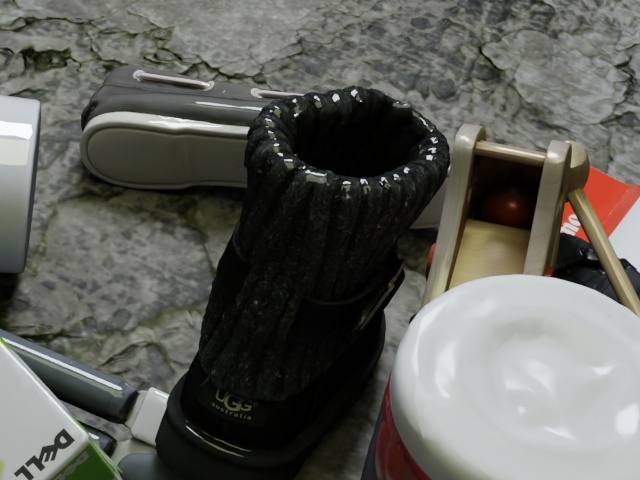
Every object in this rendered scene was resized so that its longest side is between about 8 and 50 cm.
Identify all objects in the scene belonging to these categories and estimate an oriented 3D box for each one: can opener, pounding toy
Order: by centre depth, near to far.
[{"bbox_3d":[0.156,0.015,1.198,0.155,0.154,0.269,12,56,11],"label":"pounding toy"},{"bbox_3d":[-0.165,0.125,1.211,0.283,0.095,0.076,22,82,6],"label":"can opener"}]

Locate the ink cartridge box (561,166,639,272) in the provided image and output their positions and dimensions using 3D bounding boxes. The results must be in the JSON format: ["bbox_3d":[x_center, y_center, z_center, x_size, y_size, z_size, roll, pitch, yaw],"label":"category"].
[{"bbox_3d":[0.269,0.005,1.466,0.232,0.066,0.189,32,48,13],"label":"ink cartridge box"}]

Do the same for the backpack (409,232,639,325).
[{"bbox_3d":[0.170,0.079,1.325,0.152,0.115,0.182,39,56,21],"label":"backpack"}]

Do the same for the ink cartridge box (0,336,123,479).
[{"bbox_3d":[-0.202,0.202,1.092,0.189,0.097,0.255,-42,64,-12],"label":"ink cartridge box"}]

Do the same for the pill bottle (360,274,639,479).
[{"bbox_3d":[0.104,0.187,1.061,0.176,0.318,0.176,6,45,-6],"label":"pill bottle"}]

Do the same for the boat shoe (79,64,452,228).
[{"bbox_3d":[-0.034,-0.090,1.450,0.335,0.112,0.095,8,49,0],"label":"boat shoe"}]

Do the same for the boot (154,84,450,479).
[{"bbox_3d":[0.004,0.002,1.218,0.131,0.260,0.348,19,24,2],"label":"boot"}]

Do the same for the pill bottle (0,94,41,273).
[{"bbox_3d":[-0.361,-0.052,1.305,0.283,0.161,0.161,5,45,-8],"label":"pill bottle"}]
